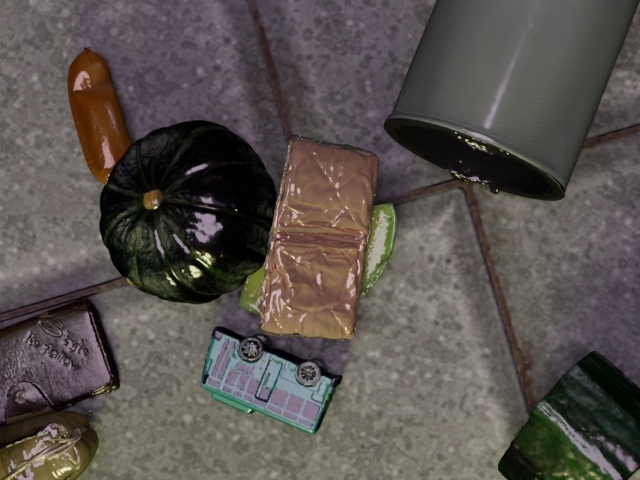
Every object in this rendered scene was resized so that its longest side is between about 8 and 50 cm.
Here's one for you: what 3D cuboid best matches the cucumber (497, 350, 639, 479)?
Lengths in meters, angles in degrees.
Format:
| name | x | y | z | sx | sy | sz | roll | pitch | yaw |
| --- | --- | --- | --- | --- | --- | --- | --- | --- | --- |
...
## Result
| name | x | y | z | sx | sy | sz | roll | pitch | yaw |
| --- | --- | --- | --- | --- | --- | --- | --- | --- | --- |
| cucumber | 0.296 | 0.231 | 1.723 | 0.191 | 0.191 | 0.130 | -46 | 74 | 3 |

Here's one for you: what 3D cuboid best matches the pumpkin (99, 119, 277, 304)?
| name | x | y | z | sx | sy | sz | roll | pitch | yaw |
| --- | --- | --- | --- | --- | --- | --- | --- | --- | --- |
| pumpkin | -0.154 | -0.033 | 1.785 | 0.220 | 0.162 | 0.221 | -5 | 78 | 28 |

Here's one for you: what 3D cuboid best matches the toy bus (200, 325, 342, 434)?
| name | x | y | z | sx | sy | sz | roll | pitch | yaw |
| --- | --- | --- | --- | --- | --- | --- | --- | --- | --- |
| toy bus | -0.063 | 0.166 | 1.818 | 0.160 | 0.079 | 0.092 | 23 | 90 | 6 |

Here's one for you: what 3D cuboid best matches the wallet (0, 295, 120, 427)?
| name | x | y | z | sx | sy | sz | roll | pitch | yaw |
| --- | --- | --- | --- | --- | --- | --- | --- | --- | --- |
| wallet | -0.370 | 0.162 | 1.880 | 0.232 | 0.031 | 0.122 | -19 | 83 | 5 |

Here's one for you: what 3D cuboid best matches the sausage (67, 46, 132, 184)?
| name | x | y | z | sx | sy | sz | roll | pitch | yaw |
| --- | --- | --- | --- | --- | --- | --- | --- | --- | --- |
| sausage | -0.272 | -0.146 | 1.875 | 0.062 | 0.054 | 0.183 | -15 | 82 | -26 |

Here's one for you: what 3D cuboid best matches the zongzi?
| name | x | y | z | sx | sy | sz | roll | pitch | yaw |
| --- | --- | --- | --- | --- | --- | --- | --- | --- | --- |
| zongzi | -0.347 | 0.313 | 1.832 | 0.194 | 0.099 | 0.197 | -20 | 83 | 12 |

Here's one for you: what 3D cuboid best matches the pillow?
| name | x | y | z | sx | sy | sz | roll | pitch | yaw |
| --- | --- | --- | --- | --- | --- | --- | --- | --- | --- |
| pillow | 0.000 | 0.000 | 1.754 | 0.126 | 0.043 | 0.233 | 11 | 85 | -20 |

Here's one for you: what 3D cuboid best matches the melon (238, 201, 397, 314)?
| name | x | y | z | sx | sy | sz | roll | pitch | yaw |
| --- | --- | --- | --- | --- | --- | --- | --- | --- | --- |
| melon | 0.001 | 0.032 | 1.827 | 0.209 | 0.064 | 0.118 | -13 | 86 | 9 |

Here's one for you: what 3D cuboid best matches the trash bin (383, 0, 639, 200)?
| name | x | y | z | sx | sy | sz | roll | pitch | yaw |
| --- | --- | --- | --- | --- | --- | --- | --- | --- | --- |
| trash bin | 0.218 | -0.206 | 1.719 | 0.217 | 0.277 | 0.263 | 22 | 82 | 7 |
